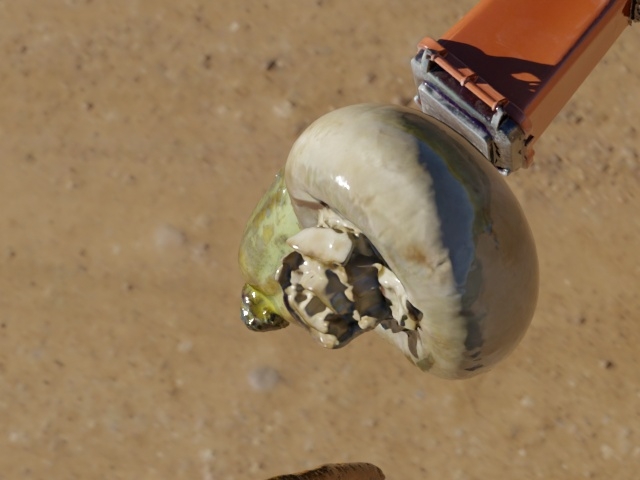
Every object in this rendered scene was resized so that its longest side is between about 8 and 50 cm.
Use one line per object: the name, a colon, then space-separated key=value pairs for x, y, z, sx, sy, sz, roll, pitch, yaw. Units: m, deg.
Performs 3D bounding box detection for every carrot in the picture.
carrot: x=-0.003 y=0.227 z=1.561 sx=0.047 sy=0.191 sz=0.047 roll=2 pitch=94 yaw=34

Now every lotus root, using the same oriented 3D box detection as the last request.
lotus root: x=0.000 y=0.000 z=1.801 sx=0.309 sy=0.173 sz=0.173 roll=135 pitch=139 yaw=-52

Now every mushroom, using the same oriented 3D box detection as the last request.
mushroom: x=0.057 y=0.008 z=1.269 sx=0.178 sy=0.226 sz=0.226 roll=-45 pitch=49 yaw=-15

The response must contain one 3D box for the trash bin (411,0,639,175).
trash bin: x=0.223 y=-0.211 z=1.865 sx=0.161 sy=0.184 sz=0.238 roll=41 pitch=85 yaw=16
